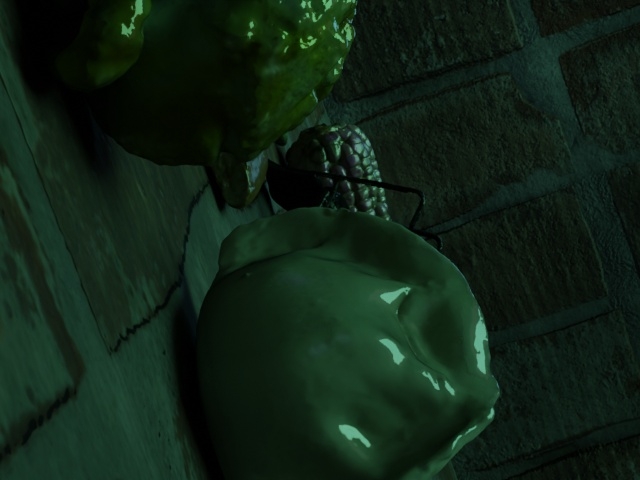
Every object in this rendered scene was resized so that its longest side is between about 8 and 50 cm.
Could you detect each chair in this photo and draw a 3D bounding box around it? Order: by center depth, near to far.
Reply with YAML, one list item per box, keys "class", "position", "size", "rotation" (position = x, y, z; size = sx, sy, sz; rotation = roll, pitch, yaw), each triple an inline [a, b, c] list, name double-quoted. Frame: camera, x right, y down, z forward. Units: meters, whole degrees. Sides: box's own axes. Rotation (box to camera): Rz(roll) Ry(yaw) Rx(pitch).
- class: "chair"
  position: [0.000, 0.000, 1.409]
  size: [0.145, 0.221, 0.140]
  rotation: [-63, 159, -15]

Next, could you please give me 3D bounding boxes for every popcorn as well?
- class: "popcorn"
  position: [-0.076, -0.135, 0.747]
  size: [0.212, 0.198, 0.198]
  rotation: [-10, 78, -51]

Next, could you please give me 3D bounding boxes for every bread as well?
- class: "bread"
  position: [-0.077, -0.084, 1.159]
  size: [0.154, 0.054, 0.136]
  rotation: [60, 15, -52]

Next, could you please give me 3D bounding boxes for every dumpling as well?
- class: "dumpling"
  position: [0.013, 0.070, 0.810]
  size: [0.252, 0.179, 0.131]
  rotation: [-102, 167, -46]

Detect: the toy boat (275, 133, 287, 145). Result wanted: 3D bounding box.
- class: "toy boat"
  position: [-0.057, -0.219, 1.656]
  size: [0.293, 0.108, 0.099]
  rotation: [71, 36, -70]

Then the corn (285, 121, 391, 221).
- class: "corn"
  position: [0.051, -0.002, 1.804]
  size: [0.126, 0.127, 0.335]
  rotation: [-83, 153, -79]
